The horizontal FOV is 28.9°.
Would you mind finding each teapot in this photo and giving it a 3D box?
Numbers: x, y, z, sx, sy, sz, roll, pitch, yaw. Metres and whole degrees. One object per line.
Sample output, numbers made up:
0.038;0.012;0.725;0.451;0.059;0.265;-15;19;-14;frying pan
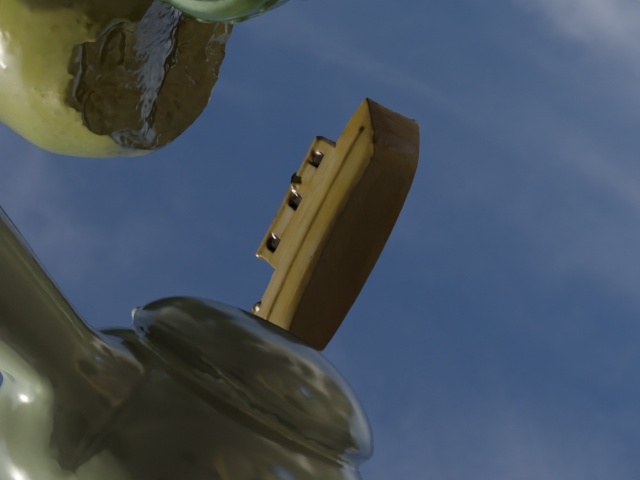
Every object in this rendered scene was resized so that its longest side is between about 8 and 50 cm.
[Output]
-0.081;0.088;0.575;0.220;0.318;0.149;28;-97;23;teapot

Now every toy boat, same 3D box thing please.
0.000;0.000;0.831;0.057;0.077;0.200;23;-84;-34;toy boat

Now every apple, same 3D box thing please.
-0.199;-0.207;1.071;0.279;0.279;0.279;7;-105;-26;apple

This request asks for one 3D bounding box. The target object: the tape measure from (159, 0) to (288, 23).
-0.066;-0.229;0.855;0.177;0.154;0.087;62;-147;-5;tape measure
